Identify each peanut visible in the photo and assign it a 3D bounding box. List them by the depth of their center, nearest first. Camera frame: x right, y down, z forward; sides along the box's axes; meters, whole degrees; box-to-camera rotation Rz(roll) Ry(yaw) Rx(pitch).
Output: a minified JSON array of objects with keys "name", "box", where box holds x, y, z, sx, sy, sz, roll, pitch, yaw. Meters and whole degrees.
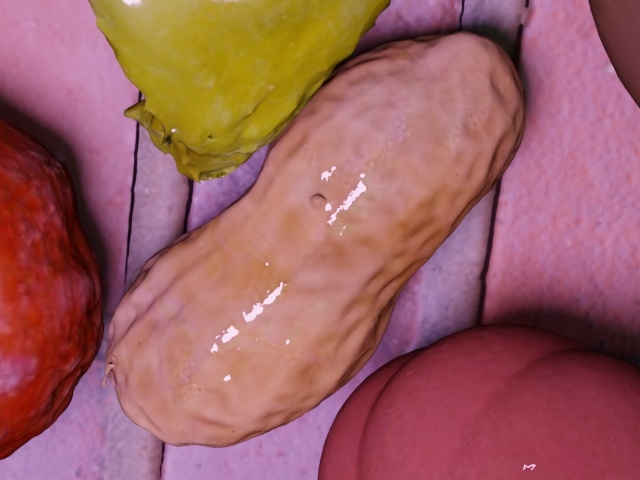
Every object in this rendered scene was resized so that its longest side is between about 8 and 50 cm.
[{"name":"peanut","box":[0.000,0.000,1.030,0.149,0.149,0.313,36,104,-9]}]

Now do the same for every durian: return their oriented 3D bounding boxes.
[{"name":"durian","box":[-0.043,-0.217,0.921,0.256,0.204,0.340,45,109,1]}]

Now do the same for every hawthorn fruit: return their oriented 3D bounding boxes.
[{"name":"hawthorn fruit","box":[-0.240,0.036,0.984,0.242,0.271,0.241,0,101,-2]}]

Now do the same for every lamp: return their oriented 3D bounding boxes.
[{"name":"lamp","box":[0.140,0.185,1.030,0.305,0.240,0.305,33,141,32]}]

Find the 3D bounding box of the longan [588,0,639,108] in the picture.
[{"name":"longan","box":[0.295,-0.184,0.831,0.361,0.361,0.360,1,110,3]}]
